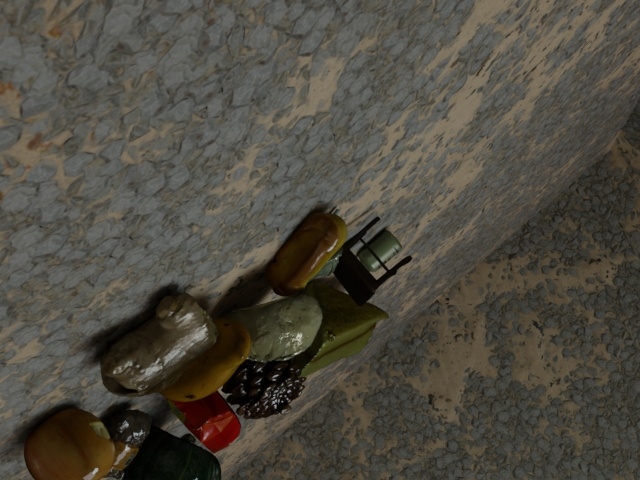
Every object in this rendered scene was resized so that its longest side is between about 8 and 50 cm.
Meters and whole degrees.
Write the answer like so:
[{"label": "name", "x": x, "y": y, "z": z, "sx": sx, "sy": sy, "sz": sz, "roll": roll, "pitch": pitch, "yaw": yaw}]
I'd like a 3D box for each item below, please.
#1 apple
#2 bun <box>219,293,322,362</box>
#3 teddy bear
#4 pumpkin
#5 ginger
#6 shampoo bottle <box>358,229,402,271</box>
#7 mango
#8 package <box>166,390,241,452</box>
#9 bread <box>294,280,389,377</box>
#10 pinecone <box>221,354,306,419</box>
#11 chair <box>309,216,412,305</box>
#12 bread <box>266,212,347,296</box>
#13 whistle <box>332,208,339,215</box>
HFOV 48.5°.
[{"label": "apple", "x": -0.537, "y": 0.462, "z": 1.543, "sx": 0.199, "sy": 0.199, "sz": 0.199, "roll": -36, "pitch": 161, "yaw": -15}, {"label": "bun", "x": -0.112, "y": 0.222, "z": 1.756, "sx": 0.259, "sy": 0.152, "sz": 0.259, "roll": -13, "pitch": 173, "yaw": -2}, {"label": "teddy bear", "x": -0.508, "y": 0.502, "z": 1.778, "sx": 0.190, "sy": 0.140, "sz": 0.177, "roll": -51, "pitch": 158, "yaw": 3}, {"label": "pumpkin", "x": -0.421, "y": 0.635, "z": 1.996, "sx": 0.300, "sy": 0.300, "sz": 0.207, "roll": 75, "pitch": 36, "yaw": -69}, {"label": "ginger", "x": -0.335, "y": 0.212, "z": 1.478, "sx": 0.275, "sy": 0.130, "sz": 0.221, "roll": -24, "pitch": 148, "yaw": -44}, {"label": "shampoo bottle", "x": 0.166, "y": 0.046, "z": 2.159, "sx": 0.162, "sy": 0.079, "sz": 0.079, "roll": -41, "pitch": 161, "yaw": -3}, {"label": "mango", "x": -0.264, "y": 0.273, "z": 1.633, "sx": 0.294, "sy": 0.177, "sz": 0.120, "roll": -24, "pitch": 132, "yaw": 25}, {"label": "package", "x": -0.320, "y": 0.450, "z": 1.919, "sx": 0.123, "sy": 0.196, "sz": 0.424, "roll": -39, "pitch": 161, "yaw": -14}, {"label": "bread", "x": 0.068, "y": 0.302, "z": 2.122, "sx": 0.361, "sy": 0.245, "sz": 0.233, "roll": 19, "pitch": 123, "yaw": -34}, {"label": "pinecone", "x": -0.168, "y": 0.359, "z": 1.900, "sx": 0.224, "sy": 0.272, "sz": 0.224, "roll": -33, "pitch": 154, "yaw": -19}, {"label": "chair", "x": 0.064, "y": 0.094, "z": 1.910, "sx": 0.319, "sy": 0.186, "sz": 0.160, "roll": -36, "pitch": 174, "yaw": -21}, {"label": "bread", "x": -0.036, "y": 0.033, "z": 1.711, "sx": 0.245, "sy": 0.102, "sz": 0.094, "roll": -48, "pitch": 166, "yaw": 24}, {"label": "whistle", "x": 0.019, "y": -0.034, "z": 1.751, "sx": 0.100, "sy": 0.035, "sz": 0.035, "roll": -59, "pitch": 159, "yaw": 7}]
